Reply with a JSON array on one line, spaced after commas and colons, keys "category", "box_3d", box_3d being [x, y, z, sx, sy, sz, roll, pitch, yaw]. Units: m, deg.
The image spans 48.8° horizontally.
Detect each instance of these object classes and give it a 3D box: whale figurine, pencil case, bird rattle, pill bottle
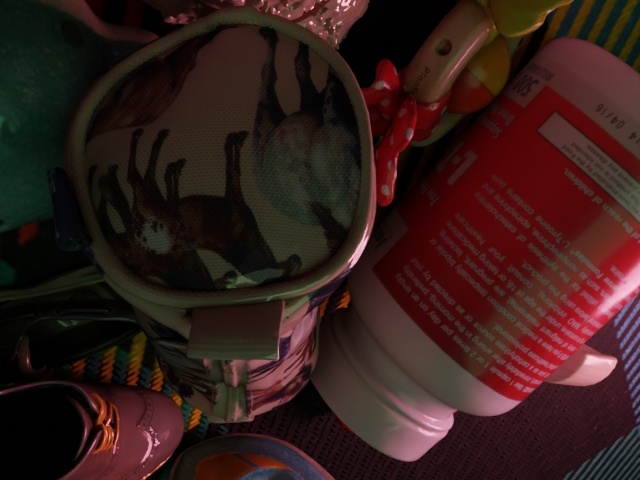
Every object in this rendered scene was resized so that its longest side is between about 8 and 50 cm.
[{"category": "whale figurine", "box_3d": [-0.185, -0.060, 0.458, 0.216, 0.141, 0.272, -20, 161, 14]}, {"category": "pencil case", "box_3d": [-0.065, 0.032, 0.513, 0.159, 0.184, 0.410, 11, 158, -1]}, {"category": "bird rattle", "box_3d": [0.116, -0.141, 0.594, 0.254, 0.143, 0.207, -61, 160, 13]}, {"category": "pill bottle", "box_3d": [0.177, 0.023, 0.710, 0.408, 0.229, 0.229, -48, 134, 14]}]

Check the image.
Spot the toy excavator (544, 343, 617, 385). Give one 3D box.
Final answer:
[{"category": "toy excavator", "box_3d": [0.441, -0.033, 0.841, 0.222, 0.445, 0.433, 13, 78, -36]}]

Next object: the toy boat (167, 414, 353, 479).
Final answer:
[{"category": "toy boat", "box_3d": [-0.034, 0.274, 0.834, 0.318, 0.267, 0.148, -49, 152, -30]}]

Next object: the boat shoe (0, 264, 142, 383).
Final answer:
[{"category": "boat shoe", "box_3d": [-0.263, 0.088, 0.623, 0.223, 0.073, 0.080, -21, 134, -14]}]

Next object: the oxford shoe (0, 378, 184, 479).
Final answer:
[{"category": "oxford shoe", "box_3d": [-0.221, 0.182, 0.618, 0.132, 0.130, 0.363, -21, 167, 23]}]

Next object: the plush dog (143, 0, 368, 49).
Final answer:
[{"category": "plush dog", "box_3d": [-0.031, -0.194, 0.457, 0.262, 0.211, 0.225, -35, 161, 3]}]
